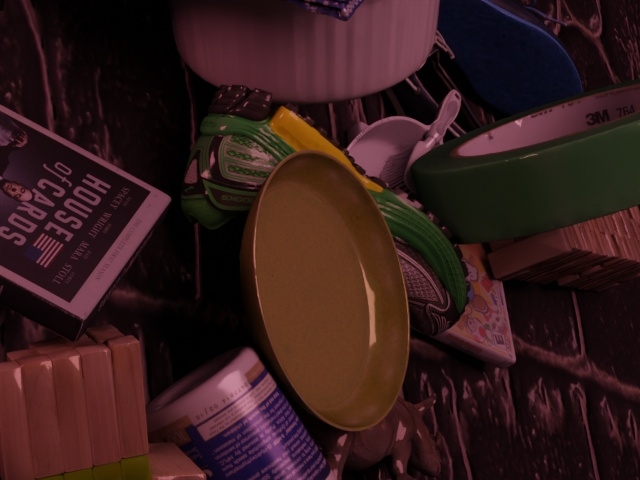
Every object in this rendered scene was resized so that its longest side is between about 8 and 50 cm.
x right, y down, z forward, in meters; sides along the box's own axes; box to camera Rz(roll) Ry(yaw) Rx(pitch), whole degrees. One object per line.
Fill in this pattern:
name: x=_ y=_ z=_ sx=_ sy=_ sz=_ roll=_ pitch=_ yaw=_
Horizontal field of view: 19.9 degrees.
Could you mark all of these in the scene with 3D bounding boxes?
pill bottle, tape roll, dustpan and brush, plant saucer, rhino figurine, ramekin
pill bottle: x=-0.053 y=0.189 z=1.457 sx=0.187 sy=0.112 sz=0.112 roll=57 pitch=32 yaw=-6
tape roll: x=0.251 y=-0.085 z=1.772 sx=0.321 sy=0.321 sz=0.077 roll=-33 pitch=107 yaw=-59
dustpan and brush: x=0.103 y=-0.089 z=1.893 sx=0.147 sy=0.060 sz=0.211 roll=46 pitch=35 yaw=-16
plant saucer: x=-0.001 y=0.044 z=1.538 sx=0.241 sy=0.037 sz=0.241 roll=30 pitch=53 yaw=-51
rhino figurine: x=0.051 y=0.183 z=1.651 sx=0.243 sy=0.073 sz=0.106 roll=2 pitch=67 yaw=-56
ramekin: x=-0.015 y=-0.240 z=1.702 sx=0.277 sy=0.277 sz=0.135 roll=-65 pitch=158 yaw=-53

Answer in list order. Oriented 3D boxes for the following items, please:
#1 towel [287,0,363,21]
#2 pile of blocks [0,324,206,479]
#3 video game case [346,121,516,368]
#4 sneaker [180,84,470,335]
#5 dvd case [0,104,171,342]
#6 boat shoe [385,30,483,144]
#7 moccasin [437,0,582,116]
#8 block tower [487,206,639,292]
towel: x=-0.083 y=-0.279 z=1.616 sx=0.243 sy=0.336 sz=0.040 roll=-51 pitch=150 yaw=-52
pile of blocks: x=-0.139 y=0.216 z=1.345 sx=0.362 sy=0.149 sz=0.112 roll=60 pitch=-13 yaw=-19
video game case: x=0.117 y=0.005 z=1.911 sx=0.206 sy=0.026 sz=0.227 roll=25 pitch=45 yaw=-38
sneaker: x=0.000 y=0.000 z=1.687 sx=0.343 sy=0.134 sz=0.146 roll=35 pitch=78 yaw=-32
dvd case: x=-0.246 y=-0.036 z=1.332 sx=0.238 sy=0.029 sz=0.179 roll=27 pitch=35 yaw=1
boat shoe: x=0.103 y=-0.191 z=2.010 sx=0.095 sy=0.079 sz=0.254 roll=-23 pitch=85 yaw=-57
moccasin: x=0.193 y=-0.269 z=2.149 sx=0.342 sy=0.137 sz=0.117 roll=39 pitch=28 yaw=-37
block tower: x=0.287 y=-0.005 z=2.076 sx=0.335 sy=0.091 sz=0.097 roll=6 pitch=62 yaw=-63
